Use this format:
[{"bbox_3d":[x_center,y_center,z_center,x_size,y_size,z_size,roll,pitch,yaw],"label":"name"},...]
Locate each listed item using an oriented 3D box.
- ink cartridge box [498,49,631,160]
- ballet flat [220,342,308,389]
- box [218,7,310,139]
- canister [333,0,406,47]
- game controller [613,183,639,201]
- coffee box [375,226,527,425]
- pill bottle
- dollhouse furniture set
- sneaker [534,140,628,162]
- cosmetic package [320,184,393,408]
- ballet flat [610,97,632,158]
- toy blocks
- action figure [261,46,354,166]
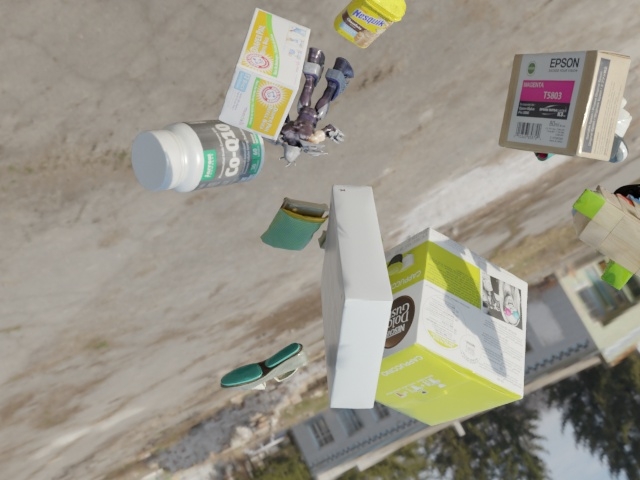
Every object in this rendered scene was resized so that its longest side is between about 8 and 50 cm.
[{"bbox_3d":[0.459,-0.261,1.426,0.088,0.193,0.235,4,-171,-25],"label":"ink cartridge box"},{"bbox_3d":[-0.125,0.310,1.722,0.213,0.068,0.072,-25,-153,-7],"label":"ballet flat"},{"bbox_3d":[-0.092,-0.281,1.245,0.103,0.203,0.114,19,133,-11],"label":"box"},{"bbox_3d":[0.128,-0.600,1.983,0.126,0.073,0.170,28,150,-20],"label":"canister"},{"bbox_3d":[0.866,-0.061,1.788,0.319,0.166,0.067,-2,-164,38],"label":"game controller"},{"bbox_3d":[0.277,0.232,1.884,0.338,0.334,0.338,29,142,-22],"label":"coffee box"},{"bbox_3d":[-0.358,-0.251,2.190,0.361,0.204,0.204,-16,163,-46],"label":"pill bottle"},{"bbox_3d":[0.000,0.000,2.251,0.302,0.151,0.197,8,133,-28],"label":"dollhouse furniture set"},{"bbox_3d":[0.690,-0.274,2.062,0.178,0.296,0.123,-48,167,-20],"label":"sneaker"},{"bbox_3d":[0.063,0.104,1.512,0.098,0.377,0.284,1,127,-4],"label":"cosmetic package"},{"bbox_3d":[0.753,-0.326,1.940,0.096,0.095,0.280,-46,-159,40],"label":"ballet flat"},{"bbox_3d":[0.716,-0.009,1.667,0.190,0.382,0.261,-58,179,24],"label":"toy blocks"},{"bbox_3d":[-0.021,-0.289,1.687,0.099,0.186,0.284,72,39,-72],"label":"action figure"}]
